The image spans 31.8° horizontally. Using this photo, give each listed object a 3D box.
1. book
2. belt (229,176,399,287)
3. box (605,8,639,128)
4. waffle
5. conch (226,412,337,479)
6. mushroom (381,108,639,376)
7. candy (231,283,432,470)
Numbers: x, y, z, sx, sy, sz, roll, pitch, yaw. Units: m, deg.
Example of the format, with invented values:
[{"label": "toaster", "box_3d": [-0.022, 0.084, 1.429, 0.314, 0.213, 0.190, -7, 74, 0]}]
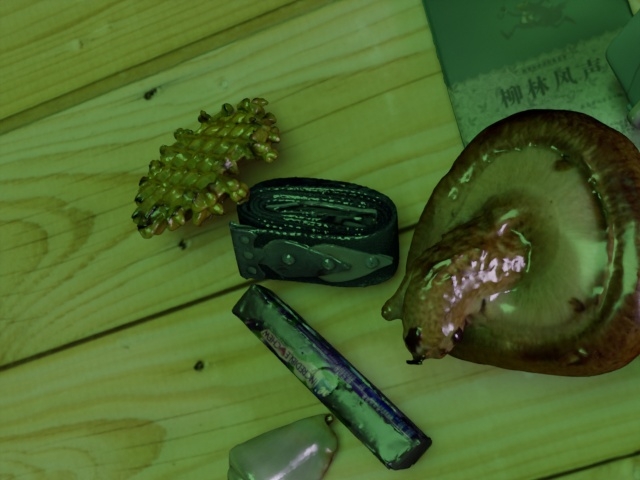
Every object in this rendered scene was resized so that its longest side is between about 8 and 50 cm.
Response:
[{"label": "book", "box_3d": [0.292, -0.238, 1.482, 0.264, 0.031, 0.380, -18, 74, 11]}, {"label": "belt", "box_3d": [0.000, 0.000, 1.487, 0.218, 0.129, 0.122, 5, 43, 17]}, {"label": "box", "box_3d": [0.457, -0.234, 1.323, 0.227, 0.162, 0.130, -56, 50, 43]}, {"label": "waffle", "box_3d": [-0.158, -0.104, 1.534, 0.228, 0.051, 0.232, -29, 35, 16]}, {"label": "conch", "box_3d": [-0.053, 0.295, 1.475, 0.176, 0.094, 0.104, -28, 55, -17]}, {"label": "mushroom", "box_3d": [0.242, 0.018, 1.304, 0.345, 0.259, 0.346, -6, 81, 37]}, {"label": "candy", "box_3d": [0.010, 0.175, 1.460, 0.312, 0.088, 0.061, 42, 93, 21]}]
